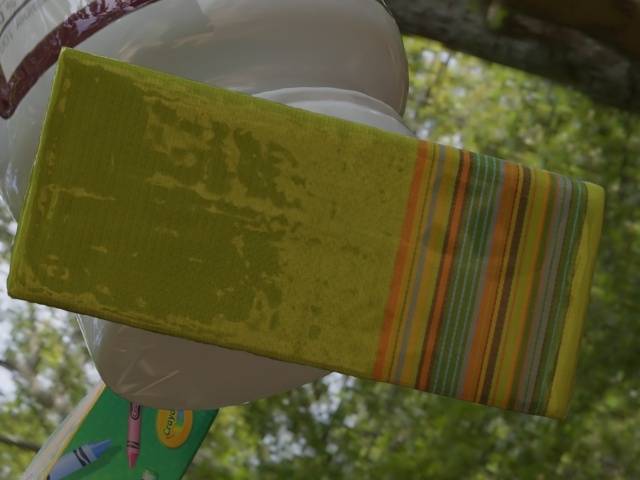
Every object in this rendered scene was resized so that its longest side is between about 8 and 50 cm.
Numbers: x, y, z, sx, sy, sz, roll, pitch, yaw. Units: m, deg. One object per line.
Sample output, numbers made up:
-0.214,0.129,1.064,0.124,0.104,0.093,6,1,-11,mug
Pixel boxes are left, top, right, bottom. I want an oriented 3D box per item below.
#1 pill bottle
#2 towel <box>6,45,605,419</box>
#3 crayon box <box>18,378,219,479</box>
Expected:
-0.086,-0.123,0.801,0.224,0.392,0.224,-18,-28,-10,pill bottle
0.000,0.000,0.597,0.237,0.021,0.102,14,-96,-14,towel
-0.186,0.218,0.986,0.165,0.081,0.278,-46,10,44,crayon box
